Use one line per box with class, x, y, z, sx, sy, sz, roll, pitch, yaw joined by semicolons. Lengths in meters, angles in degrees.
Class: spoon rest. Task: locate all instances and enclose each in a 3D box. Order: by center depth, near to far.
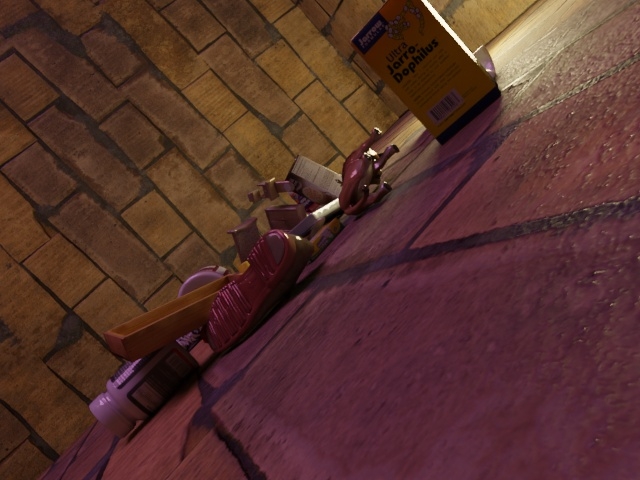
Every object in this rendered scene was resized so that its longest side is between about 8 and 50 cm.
spoon rest;0.515;-0.523;1.564;0.137;0.084;0.276;-38;21;50

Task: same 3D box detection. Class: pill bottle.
pill bottle;-0.510;0.413;1.412;0.283;0.161;0.161;-46;7;-20
pill bottle;-0.453;0.222;2.021;0.224;0.224;0.392;-44;6;-3
pill bottle;-0.036;-0.169;2.092;0.108;0.193;0.108;-44;6;6

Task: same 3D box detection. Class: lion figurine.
lion figurine;0.117;-0.177;1.454;0.240;0.142;0.392;-48;6;38

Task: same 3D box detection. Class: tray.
tray;-0.377;0.205;1.375;0.411;0.076;0.203;-25;10;-35

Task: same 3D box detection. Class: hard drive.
hard drive;-0.005;-0.077;1.756;0.203;0.040;0.307;-39;-2;37

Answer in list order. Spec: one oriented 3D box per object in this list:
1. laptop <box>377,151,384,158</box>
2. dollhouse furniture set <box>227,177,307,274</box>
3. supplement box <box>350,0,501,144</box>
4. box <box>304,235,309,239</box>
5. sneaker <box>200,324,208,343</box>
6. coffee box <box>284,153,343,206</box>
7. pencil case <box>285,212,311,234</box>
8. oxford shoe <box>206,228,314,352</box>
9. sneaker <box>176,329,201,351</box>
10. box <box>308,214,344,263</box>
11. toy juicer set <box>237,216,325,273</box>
laptop;0.210;-0.311;2.303;0.234;0.136;0.264;-62;-7;-72
dollhouse furniture set;-0.215;-0.035;1.828;0.173;0.303;0.355;1;26;34
supplement box;0.281;-0.463;1.279;0.195;0.356;0.194;-41;7;28
box;-0.066;0.003;1.920;0.136;0.028;0.081;-42;6;36
sneaker;-0.329;0.295;1.508;0.128;0.087;0.221;-51;-8;15
coffee box;-0.012;-0.224;1.929;0.098;0.246;0.141;-67;7;-23
pencil case;-0.098;-0.048;2.126;0.104;0.104;0.236;-47;7;-28
oxford shoe;-0.153;0.146;1.246;0.146;0.140;0.397;10;-52;-50
sneaker;-0.558;0.405;2.067;0.235;0.094;0.153;-36;-9;-40
box;0.000;0.000;1.453;0.179;0.043;0.105;-50;8;-27
toy juicer set;-0.100;0.059;1.606;0.329;0.089;0.209;-32;-15;0
